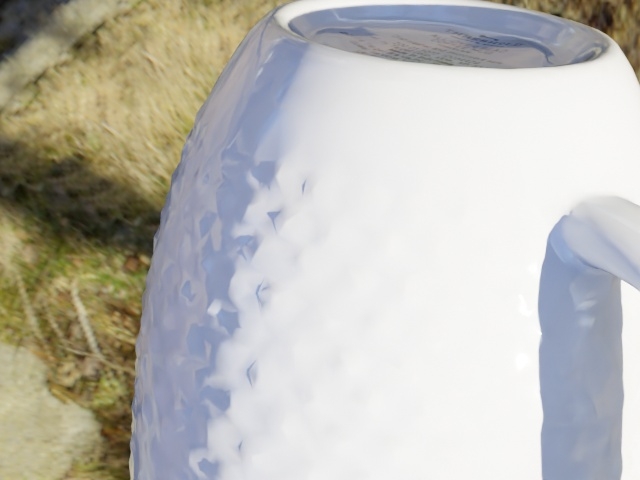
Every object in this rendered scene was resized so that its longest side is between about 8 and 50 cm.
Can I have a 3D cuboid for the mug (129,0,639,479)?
[{"bbox_3d":[0.073,0.069,0.657,0.374,0.276,0.328,29,122,48],"label":"mug"}]
